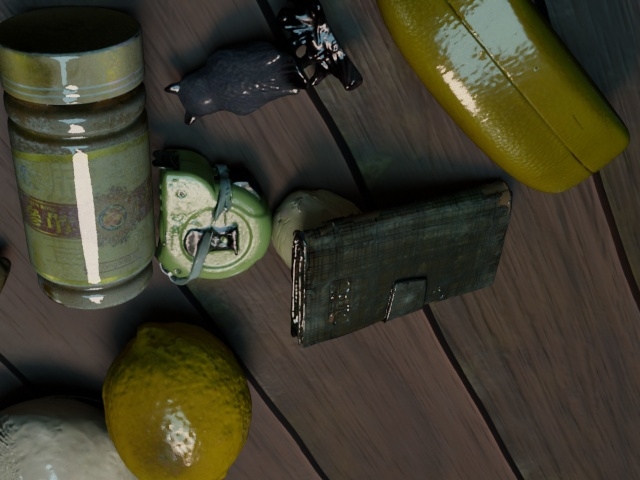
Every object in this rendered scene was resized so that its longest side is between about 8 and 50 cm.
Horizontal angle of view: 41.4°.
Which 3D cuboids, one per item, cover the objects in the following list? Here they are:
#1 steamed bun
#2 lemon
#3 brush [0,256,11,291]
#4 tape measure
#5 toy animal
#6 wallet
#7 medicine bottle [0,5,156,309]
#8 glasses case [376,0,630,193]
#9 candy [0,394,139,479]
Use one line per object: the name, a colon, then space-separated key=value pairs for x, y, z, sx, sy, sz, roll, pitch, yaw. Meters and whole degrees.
steamed bun: x=0.000 y=0.000 z=1.096 sx=0.129 sy=0.091 sz=0.112 roll=22 pitch=119 yaw=-21
lemon: x=-0.195 y=0.230 z=1.163 sx=0.204 sy=0.204 sz=0.260 roll=-14 pitch=110 yaw=2
brush: x=-0.542 y=0.007 z=1.051 sx=0.301 sy=0.071 sz=0.084 roll=23 pitch=122 yaw=-15
tape measure: x=-0.137 y=-0.021 z=1.068 sx=0.154 sy=0.087 sz=0.178 roll=1 pitch=126 yaw=-13
toy animal: x=-0.069 y=-0.176 z=0.956 sx=0.210 sy=0.117 sz=0.121 roll=-29 pitch=129 yaw=9
wallet: x=0.108 y=0.026 z=1.088 sx=0.317 sy=0.044 sz=0.169 roll=-15 pitch=125 yaw=-27
medicine bottle: x=-0.269 y=-0.087 z=0.966 sx=0.151 sy=0.151 sz=0.323 roll=-1 pitch=124 yaw=-7
glasses case: x=0.201 y=-0.190 z=0.945 sx=0.141 sy=0.173 sz=0.371 roll=-37 pitch=121 yaw=21
candy: x=-0.390 y=0.356 z=1.228 sx=0.295 sy=0.185 sz=0.296 roll=-4 pitch=127 yaw=-6
